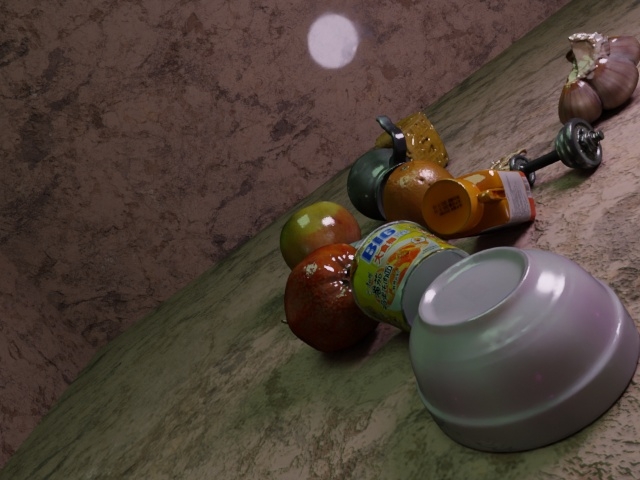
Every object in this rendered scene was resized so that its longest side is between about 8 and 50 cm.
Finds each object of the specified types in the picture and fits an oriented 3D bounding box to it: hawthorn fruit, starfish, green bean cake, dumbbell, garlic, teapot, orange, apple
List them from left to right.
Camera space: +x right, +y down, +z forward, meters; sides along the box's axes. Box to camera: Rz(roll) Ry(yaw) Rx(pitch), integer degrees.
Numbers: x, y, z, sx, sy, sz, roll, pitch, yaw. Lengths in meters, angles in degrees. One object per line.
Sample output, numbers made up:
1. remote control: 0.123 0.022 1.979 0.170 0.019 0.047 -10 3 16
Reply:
1. apple: 0.000 0.000 1.381 0.261 0.194 0.261 -32 -9 -6
2. hawthorn fruit: 0.010 0.132 0.996 0.262 0.210 0.210 -42 6 44
3. teapot: 0.230 -0.184 1.381 0.285 0.223 0.305 -130 57 -69
4. green bean cake: 0.316 -0.299 1.606 0.131 0.224 0.229 -20 19 51
5. orange: 0.246 -0.094 1.150 0.206 0.206 0.206 -35 14 10
6. starfish: 0.429 -0.166 1.250 0.247 0.050 0.138 -27 15 24
7. dumbbell: 0.489 -0.173 1.032 0.110 0.110 0.254 -46 10 -33
8. garlic: 0.670 -0.379 1.134 0.160 0.214 0.191 1 -7 44

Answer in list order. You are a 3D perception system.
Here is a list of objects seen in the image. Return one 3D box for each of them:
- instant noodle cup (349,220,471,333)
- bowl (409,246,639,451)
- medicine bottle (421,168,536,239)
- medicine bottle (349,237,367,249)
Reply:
1. instant noodle cup: 0.171 0.077 0.824 0.205 0.205 0.153 -39 24 -8
2. bowl: 0.234 0.111 0.626 0.287 0.144 0.287 -34 13 9
3. medicine bottle: 0.301 -0.068 0.921 0.222 0.112 0.149 -6 -10 -44
4. medicine bottle: 0.069 0.079 1.157 0.274 0.133 0.133 -21 21 47
